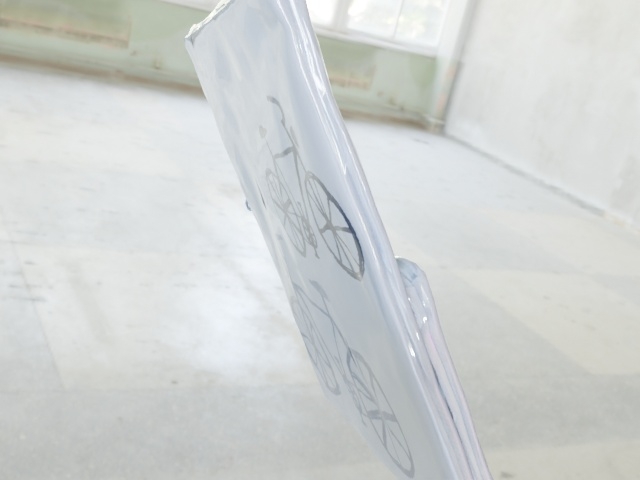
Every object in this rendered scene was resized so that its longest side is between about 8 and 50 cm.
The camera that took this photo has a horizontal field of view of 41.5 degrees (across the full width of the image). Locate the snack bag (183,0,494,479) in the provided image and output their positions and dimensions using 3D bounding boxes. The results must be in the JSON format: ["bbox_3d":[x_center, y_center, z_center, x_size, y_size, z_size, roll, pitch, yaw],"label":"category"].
[{"bbox_3d":[0.000,0.000,0.545,0.037,0.342,0.323,-24,12,-11],"label":"snack bag"}]
